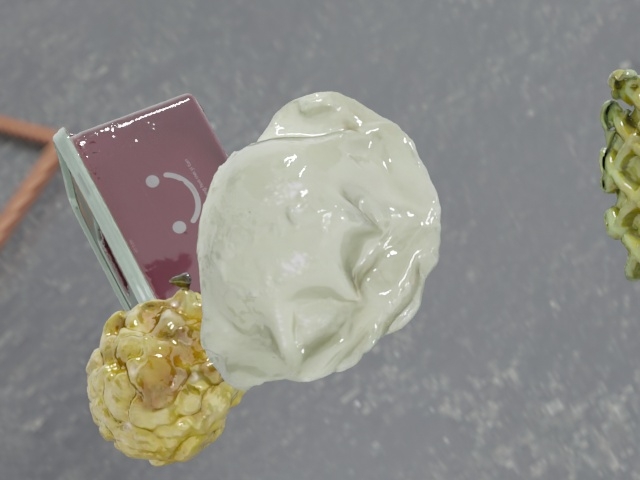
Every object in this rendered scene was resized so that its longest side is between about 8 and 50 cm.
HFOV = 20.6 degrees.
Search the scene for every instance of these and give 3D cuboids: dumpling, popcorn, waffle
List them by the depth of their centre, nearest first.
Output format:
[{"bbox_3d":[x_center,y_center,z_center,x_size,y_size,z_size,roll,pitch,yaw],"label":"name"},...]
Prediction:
[{"bbox_3d":[0.266,-0.044,1.237,0.169,0.036,0.183,5,101,45],"label":"waffle"},{"bbox_3d":[0.000,0.000,1.405,0.193,0.147,0.258,5,69,21],"label":"dumpling"},{"bbox_3d":[-0.134,0.120,1.633,0.180,0.170,0.180,-13,23,6],"label":"popcorn"}]

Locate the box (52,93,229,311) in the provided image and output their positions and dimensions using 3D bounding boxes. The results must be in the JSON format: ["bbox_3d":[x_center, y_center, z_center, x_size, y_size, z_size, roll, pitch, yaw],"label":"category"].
[{"bbox_3d":[-0.159,-0.007,1.940,0.167,0.193,0.294,-24,68,-13],"label":"box"}]
